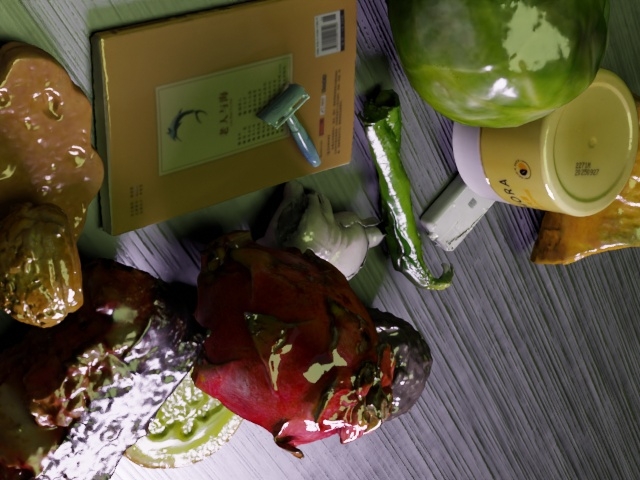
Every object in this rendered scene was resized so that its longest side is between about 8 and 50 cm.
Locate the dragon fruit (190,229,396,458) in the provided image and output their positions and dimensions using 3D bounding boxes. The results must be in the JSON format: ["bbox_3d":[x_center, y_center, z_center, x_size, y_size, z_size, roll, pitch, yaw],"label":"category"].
[{"bbox_3d":[-0.049,0.132,1.683,0.315,0.250,0.250,42,83,-5],"label":"dragon fruit"}]

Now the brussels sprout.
[{"bbox_3d":[0.243,-0.301,1.731,0.355,0.281,0.289,-41,107,-47],"label":"brussels sprout"}]

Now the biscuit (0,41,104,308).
[{"bbox_3d":[-0.393,-0.072,1.468,0.312,0.057,0.351,-27,132,-27],"label":"biscuit"}]

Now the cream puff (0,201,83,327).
[{"bbox_3d":[-0.323,0.031,1.468,0.103,0.126,0.144,-14,119,-15],"label":"cream puff"}]

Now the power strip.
[{"bbox_3d":[0.234,-0.069,2.032,0.192,0.035,0.081,-49,137,-6],"label":"power strip"}]

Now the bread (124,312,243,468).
[{"bbox_3d":[-0.192,0.208,1.803,0.236,0.070,0.236,-20,125,-30],"label":"bread"}]

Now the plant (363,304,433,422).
[{"bbox_3d":[0.045,0.179,1.912,0.234,0.204,0.178,19,100,-52],"label":"plant"}]

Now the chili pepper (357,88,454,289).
[{"bbox_3d":[0.120,-0.059,1.911,0.085,0.076,0.359,-57,142,-37],"label":"chili pepper"}]

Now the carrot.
[{"bbox_3d":[0.491,-0.092,2.096,0.241,0.241,0.340,-7,117,-38],"label":"carrot"}]

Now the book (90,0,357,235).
[{"bbox_3d":[-0.111,-0.173,1.673,0.389,0.032,0.269,-18,124,-33],"label":"book"}]

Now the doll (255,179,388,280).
[{"bbox_3d":[0.000,0.000,1.829,0.192,0.095,0.149,31,91,-44],"label":"doll"}]

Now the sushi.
[{"bbox_3d":[-0.307,0.174,1.602,0.343,0.196,0.182,-51,129,2],"label":"sushi"}]

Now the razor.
[{"bbox_3d":[-0.029,-0.141,1.723,0.068,0.040,0.135,-45,143,-11],"label":"razor"}]

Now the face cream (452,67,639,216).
[{"bbox_3d":[0.334,-0.154,1.927,0.218,0.179,0.218,-10,106,-37],"label":"face cream"}]
